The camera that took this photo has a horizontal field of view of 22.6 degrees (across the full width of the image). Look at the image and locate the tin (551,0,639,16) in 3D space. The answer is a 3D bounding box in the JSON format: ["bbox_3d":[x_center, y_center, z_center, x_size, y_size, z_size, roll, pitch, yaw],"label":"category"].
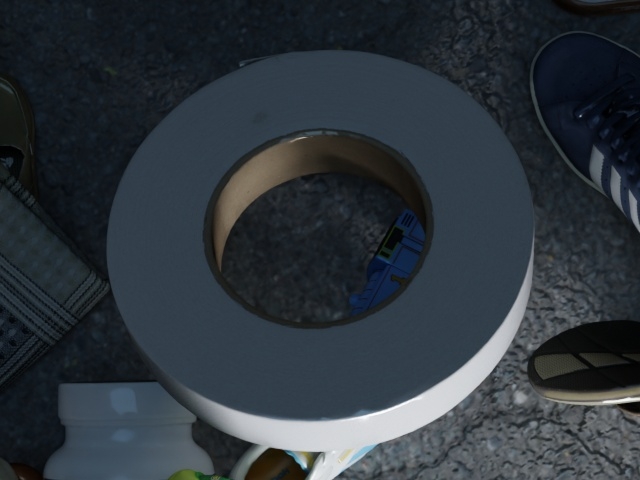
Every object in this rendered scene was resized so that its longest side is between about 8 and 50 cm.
[{"bbox_3d":[0.304,-0.274,1.550,0.190,0.040,0.106,-6,90,3],"label":"tin"}]

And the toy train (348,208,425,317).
[{"bbox_3d":[0.080,0.064,1.495,0.105,0.080,0.184,25,64,10],"label":"toy train"}]

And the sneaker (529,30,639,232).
[{"bbox_3d":[0.316,-0.070,1.460,0.131,0.148,0.350,-39,72,1],"label":"sneaker"}]

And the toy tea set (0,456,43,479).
[{"bbox_3d":[-0.371,0.347,1.484,0.200,0.124,0.336,16,97,6],"label":"toy tea set"}]

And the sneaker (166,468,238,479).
[{"bbox_3d":[-0.033,0.309,1.426,0.123,0.295,0.109,-7,49,36],"label":"sneaker"}]

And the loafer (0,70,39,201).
[{"bbox_3d":[-0.307,-0.097,1.569,0.056,0.050,0.148,-15,85,3],"label":"loafer"}]

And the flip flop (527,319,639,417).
[{"bbox_3d":[0.332,0.129,1.496,0.277,0.112,0.080,-4,120,-6],"label":"flip flop"}]

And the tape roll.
[{"bbox_3d":[0.000,0.000,1.455,0.392,0.072,0.392,-3,59,5],"label":"tape roll"}]

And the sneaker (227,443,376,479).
[{"bbox_3d":[0.003,0.183,1.508,0.087,0.092,0.228,42,85,6],"label":"sneaker"}]

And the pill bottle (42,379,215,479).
[{"bbox_3d":[-0.176,0.269,1.480,0.162,0.162,0.278,-2,86,4],"label":"pill bottle"}]

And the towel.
[{"bbox_3d":[-0.396,0.046,1.475,0.312,0.056,0.324,-40,124,0],"label":"towel"}]
